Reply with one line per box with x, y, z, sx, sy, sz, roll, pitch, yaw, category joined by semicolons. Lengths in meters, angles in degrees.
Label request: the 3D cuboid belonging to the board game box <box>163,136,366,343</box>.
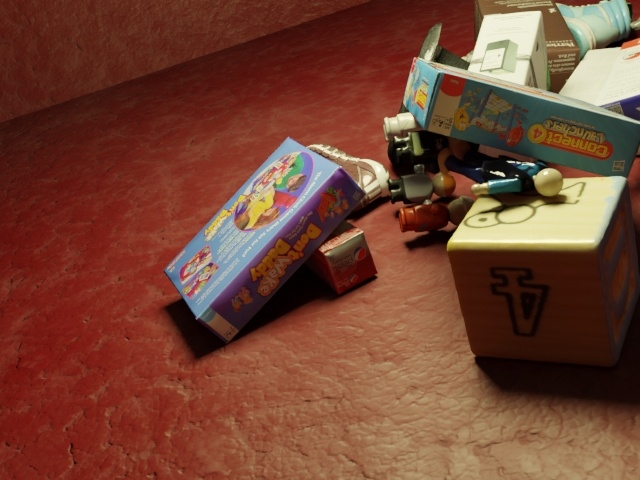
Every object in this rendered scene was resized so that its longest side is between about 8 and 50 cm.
-0.108;-0.011;1.422;0.347;0.078;0.233;-47;31;-3;board game box

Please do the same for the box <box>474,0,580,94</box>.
0.488;-0.477;1.937;0.191;0.143;0.381;-4;39;4;box

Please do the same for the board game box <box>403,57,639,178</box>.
0.299;-0.200;1.254;0.308;0.086;0.302;14;16;-3;board game box

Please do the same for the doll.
0.252;-0.093;1.109;0.129;0.046;0.189;-24;31;-34;doll

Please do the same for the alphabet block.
0.310;0.038;1.089;0.197;0.193;0.192;1;30;33;alphabet block

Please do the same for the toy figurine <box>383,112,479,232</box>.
0.204;-0.133;1.467;0.148;0.213;0.209;-8;24;0;toy figurine

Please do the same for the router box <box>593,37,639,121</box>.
0.668;-0.301;1.359;0.335;0.082;0.301;-13;25;38;router box

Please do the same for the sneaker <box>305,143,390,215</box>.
0.000;-0.117;1.682;0.162;0.106;0.281;-38;33;-30;sneaker

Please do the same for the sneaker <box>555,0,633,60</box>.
0.697;-0.582;2.119;0.208;0.127;0.319;-23;36;-5;sneaker

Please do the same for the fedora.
0.258;-0.295;1.721;0.153;0.334;0.334;20;35;5;fedora

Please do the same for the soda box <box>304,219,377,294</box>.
0.000;0.000;1.465;0.083;0.092;0.263;-27;27;-14;soda box

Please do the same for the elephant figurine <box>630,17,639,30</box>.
0.885;-0.547;1.936;0.169;0.186;0.239;-54;-5;31;elephant figurine

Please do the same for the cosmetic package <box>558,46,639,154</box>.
0.646;-0.293;1.621;0.284;0.097;0.377;0;32;35;cosmetic package

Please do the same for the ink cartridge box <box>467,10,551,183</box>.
0.370;-0.280;1.573;0.122;0.211;0.289;1;47;25;ink cartridge box

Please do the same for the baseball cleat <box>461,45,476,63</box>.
0.423;-0.446;2.106;0.109;0.072;0.206;-36;26;23;baseball cleat
